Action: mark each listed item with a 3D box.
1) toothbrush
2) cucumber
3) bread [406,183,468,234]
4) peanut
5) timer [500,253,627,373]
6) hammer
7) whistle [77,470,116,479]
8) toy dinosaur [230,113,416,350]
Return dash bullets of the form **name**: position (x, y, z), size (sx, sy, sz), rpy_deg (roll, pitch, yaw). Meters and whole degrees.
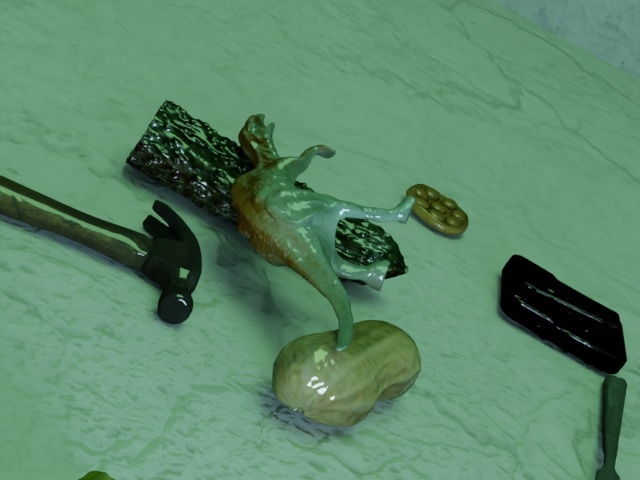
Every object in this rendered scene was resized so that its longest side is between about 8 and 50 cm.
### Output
- **toothbrush**: position (0.353, 0.235, 1.468), size (0.030, 0.031, 0.297), rpy_deg (25, 24, 6)
- **cucumber**: position (-0.056, -0.042, 1.448), size (0.359, 0.096, 0.096), rpy_deg (30, 26, -8)
- **bread**: position (0.171, -0.045, 1.762), size (0.110, 0.024, 0.110), rpy_deg (25, 28, -14)
- **peanut**: position (0.035, 0.133, 1.237), size (0.214, 0.090, 0.099), rpy_deg (-12, 59, -53)
- **timer**: position (0.338, 0.096, 1.659), size (0.187, 0.055, 0.144), rpy_deg (29, 26, -5)
- **hammer**: position (-0.324, -0.048, 1.223), size (0.439, 0.044, 0.168), rpy_deg (23, 28, -17)
- **whistle**: position (-0.178, 0.224, 0.867), size (0.198, 0.057, 0.104), rpy_deg (-68, 138, -73)
- **toy dinosaur**: position (0.000, 0.000, 1.305), size (0.205, 0.092, 0.393), rpy_deg (13, 41, -12)
